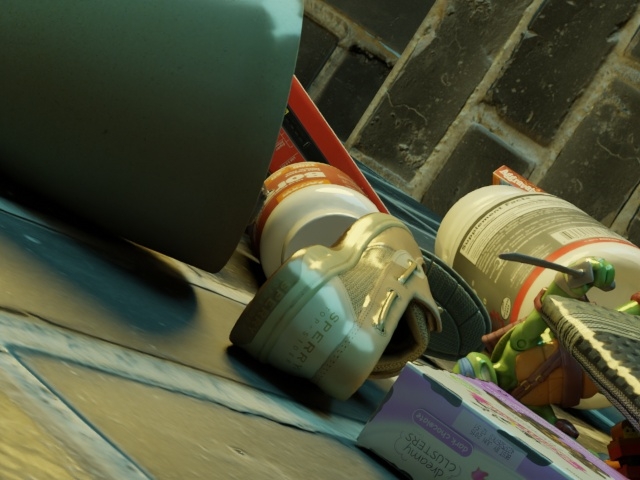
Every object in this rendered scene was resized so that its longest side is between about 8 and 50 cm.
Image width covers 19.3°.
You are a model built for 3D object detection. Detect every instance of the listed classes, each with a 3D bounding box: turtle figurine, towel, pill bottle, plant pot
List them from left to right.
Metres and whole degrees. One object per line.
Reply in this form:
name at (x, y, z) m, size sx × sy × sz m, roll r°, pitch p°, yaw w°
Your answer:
plant pot at (-0.182, -0.130, 1.444) m, size 0.274 × 0.256 × 0.256 m, roll 14°, pitch 10°, yaw -12°
pill bottle at (0.000, 0.000, 1.745) m, size 0.121 × 0.121 × 0.216 m, roll 31°, pitch 5°, yaw -12°
pill bottle at (0.284, 0.057, 2.370) m, size 0.210 × 0.210 × 0.363 m, roll 30°, pitch 6°, yaw -22°
turtle figurine at (0.269, 0.119, 1.710) m, size 0.274 × 0.266 × 0.198 m, roll 116°, pitch -41°, yaw -66°
towel at (0.360, 0.159, 1.522) m, size 0.324 × 0.056 × 0.312 m, roll 17°, pitch 16°, yaw -24°

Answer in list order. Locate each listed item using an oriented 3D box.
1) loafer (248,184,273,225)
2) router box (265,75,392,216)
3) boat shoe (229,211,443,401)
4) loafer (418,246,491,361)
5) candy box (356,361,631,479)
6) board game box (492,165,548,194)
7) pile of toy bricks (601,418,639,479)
loafer at (-0.136, -0.081, 1.793) m, size 0.130 × 0.134 × 0.366 m, roll 42°, pitch 7°, yaw -21°
router box at (-0.048, -0.110, 2.089) m, size 0.301 × 0.082 × 0.335 m, roll 55°, pitch -5°, yaw -25°
boat shoe at (0.032, 0.063, 1.472) m, size 0.110 × 0.121 × 0.341 m, roll 38°, pitch 17°, yaw 9°
loafer at (0.053, 0.034, 1.922) m, size 0.267 × 0.096 × 0.084 m, roll 30°, pitch 0°, yaw -9°
candy box at (0.138, 0.166, 1.342) m, size 0.165 × 0.070 × 0.196 m, roll 35°, pitch 6°, yaw 23°
board game box at (0.299, 0.037, 2.659) m, size 0.145 × 0.027 × 0.281 m, roll 36°, pitch -34°, yaw 33°
pile of toy bricks at (0.291, 0.163, 1.611) m, size 0.212 × 0.118 × 0.105 m, roll 1°, pitch 65°, yaw -32°
